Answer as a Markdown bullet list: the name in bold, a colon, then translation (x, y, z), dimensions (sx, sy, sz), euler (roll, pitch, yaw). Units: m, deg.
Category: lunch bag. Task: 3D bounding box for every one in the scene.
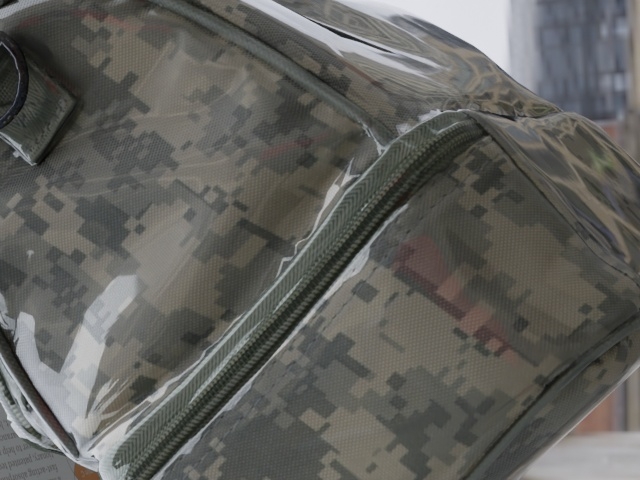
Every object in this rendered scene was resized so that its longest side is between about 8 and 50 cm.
- **lunch bag**: translation (0.000, 0.000, 0.696), dimensions (0.256, 0.212, 0.305), euler (47, -162, 11)

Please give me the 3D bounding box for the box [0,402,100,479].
- **box**: translation (-0.209, 0.252, 0.996), dimensions (0.215, 0.168, 0.345), euler (-1, -110, -68)
